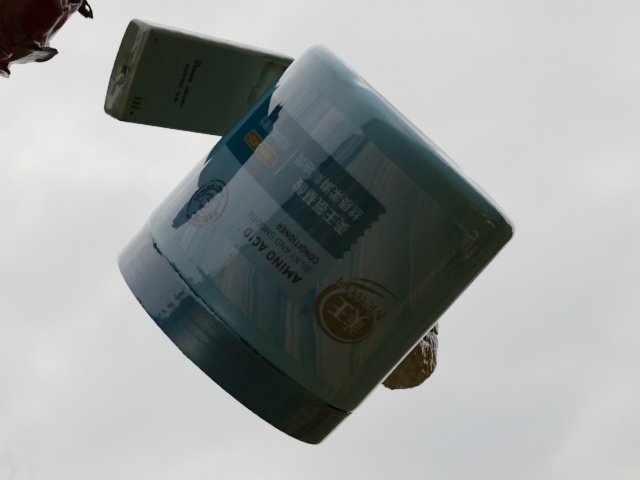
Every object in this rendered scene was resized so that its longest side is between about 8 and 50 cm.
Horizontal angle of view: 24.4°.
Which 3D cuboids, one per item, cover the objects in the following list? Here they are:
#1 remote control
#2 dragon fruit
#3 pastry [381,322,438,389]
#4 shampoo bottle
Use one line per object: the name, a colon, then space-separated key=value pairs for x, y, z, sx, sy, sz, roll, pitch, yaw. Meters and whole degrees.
remote control: x=-0.139 y=-0.188 z=1.788 sx=0.285 sy=0.038 sz=0.123 roll=1 pitch=-68 yaw=-52
dragon fruit: x=-0.368 y=-0.307 z=1.720 sx=0.192 sy=0.274 sz=0.193 roll=23 pitch=-20 yaw=6
pastry: x=0.106 y=0.113 z=2.093 sx=0.093 sy=0.192 sz=0.182 roll=-6 pitch=-34 yaw=17
shampoo bottle: x=0.000 y=0.000 z=1.708 sx=0.343 sy=0.331 sz=0.331 roll=-47 pitch=-35 yaw=6
